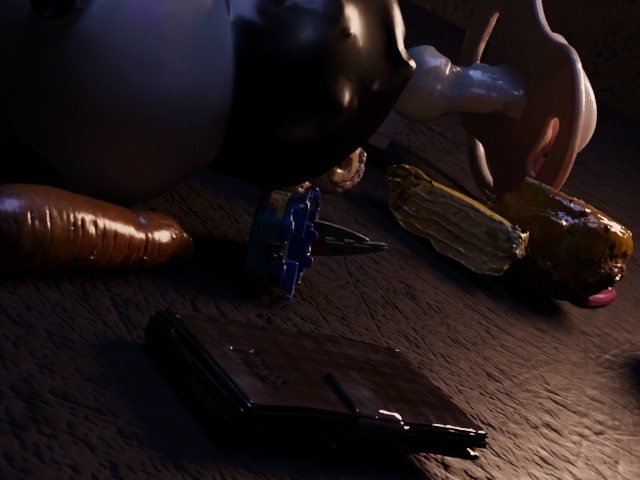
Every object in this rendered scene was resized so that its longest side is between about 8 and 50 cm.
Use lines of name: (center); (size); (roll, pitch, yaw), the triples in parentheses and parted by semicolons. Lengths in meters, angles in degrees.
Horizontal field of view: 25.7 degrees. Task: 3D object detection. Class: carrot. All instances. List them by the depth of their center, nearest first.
carrot: (-0.154, -0.004, 0.968); (0.059, 0.059, 0.248); (38, 15, 26)

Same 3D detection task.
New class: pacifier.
pacifier: (0.225, -0.186, 1.758); (0.273, 0.220, 0.332); (38, 23, -43)

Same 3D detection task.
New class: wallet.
wallet: (0.001, 0.099, 0.946); (0.230, 0.042, 0.124); (17, 18, -42)

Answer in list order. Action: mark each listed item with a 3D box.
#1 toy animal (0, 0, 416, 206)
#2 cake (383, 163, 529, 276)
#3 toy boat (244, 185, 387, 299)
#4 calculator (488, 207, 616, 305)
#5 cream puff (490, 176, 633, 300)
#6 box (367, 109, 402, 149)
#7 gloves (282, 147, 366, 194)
toy animal: (-0.109, -0.144, 1.079); (0.310, 0.251, 0.251); (-18, 46, -38)
cake: (0.149, -0.014, 1.538); (0.185, 0.080, 0.116); (26, 1, 22)
toy boat: (0.000, 0.000, 1.161); (0.110, 0.091, 0.175); (12, 10, 2)
calculator: (0.272, 0.015, 1.704); (0.190, 0.034, 0.126); (38, 16, 22)
cream puff: (0.262, 0.006, 1.562); (0.165, 0.115, 0.150); (28, 6, 28)
box: (0.012, -0.210, 1.842); (0.135, 0.081, 0.199); (19, 17, -35)
gloves: (-0.021, -0.092, 1.395); (0.110, 0.094, 0.144); (33, -6, -21)
